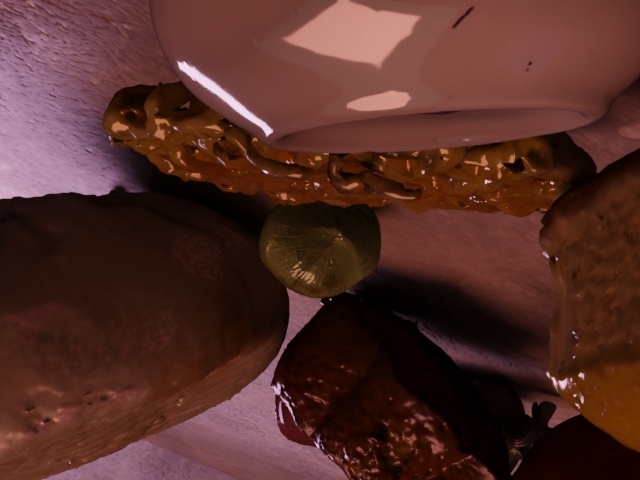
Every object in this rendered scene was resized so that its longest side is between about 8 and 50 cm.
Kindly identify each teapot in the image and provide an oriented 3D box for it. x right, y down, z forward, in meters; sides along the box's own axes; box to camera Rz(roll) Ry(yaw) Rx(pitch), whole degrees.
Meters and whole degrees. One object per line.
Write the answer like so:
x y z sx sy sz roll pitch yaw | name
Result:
0.025 -0.112 0.558 0.208 0.166 0.299 -16 -165 -35 | teapot

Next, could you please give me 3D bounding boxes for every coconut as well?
0.000 0.000 1.003 0.088 0.088 0.096 25 171 -12 | coconut

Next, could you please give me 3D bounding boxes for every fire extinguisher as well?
0.105 0.199 1.367 0.337 0.147 0.106 7 160 39 | fire extinguisher

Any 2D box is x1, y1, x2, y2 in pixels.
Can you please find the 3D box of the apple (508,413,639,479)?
0.302 0.258 1.011 0.365 0.295 0.329 16 161 36 | apple

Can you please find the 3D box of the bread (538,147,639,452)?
0.313 0.039 0.600 0.323 0.143 0.333 22 156 -25 | bread

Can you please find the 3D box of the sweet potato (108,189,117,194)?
-0.184 -0.017 1.263 0.026 0.026 0.115 17 159 14 | sweet potato

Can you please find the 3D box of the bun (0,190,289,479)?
-0.210 0.071 1.158 0.365 0.219 0.365 -22 171 -4 | bun

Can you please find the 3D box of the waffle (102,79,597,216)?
0.018 -0.049 0.777 0.280 0.060 0.262 6 180 16 | waffle

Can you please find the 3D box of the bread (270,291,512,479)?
0.065 0.148 1.185 0.247 0.135 0.232 49 179 11 | bread
